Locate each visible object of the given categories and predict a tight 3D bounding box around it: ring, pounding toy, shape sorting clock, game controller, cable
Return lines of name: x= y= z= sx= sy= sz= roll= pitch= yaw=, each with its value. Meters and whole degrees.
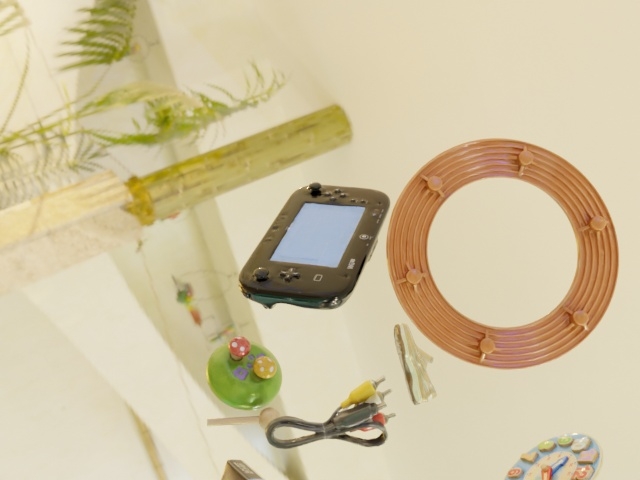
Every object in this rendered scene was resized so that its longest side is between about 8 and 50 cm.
ring: x=0.262 y=0.014 z=1.148 sx=0.336 sy=0.337 sz=0.032 roll=63 pitch=-7 yaw=7
pounding toy: x=-0.164 y=0.306 z=1.845 sx=0.110 sy=0.183 sz=0.237 roll=115 pitch=-21 yaw=-45
shape sorting clock: x=0.403 y=0.412 z=1.424 sx=0.040 sy=0.206 sz=0.206 roll=55 pitch=-20 yaw=-13
game controller: x=0.000 y=0.000 z=1.204 sx=0.166 sy=0.319 sz=0.067 roll=-2 pitch=-60 yaw=20
cable: x=0.029 y=0.395 z=1.726 sx=0.072 sy=0.287 sz=0.139 roll=-119 pitch=-169 yaw=-76

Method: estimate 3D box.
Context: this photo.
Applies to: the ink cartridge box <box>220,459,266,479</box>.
ink cartridge box: x=-0.170 y=0.727 z=1.920 sx=0.304 sy=0.072 sz=0.307 roll=20 pitch=-86 yaw=49

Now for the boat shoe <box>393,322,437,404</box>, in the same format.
boat shoe: x=0.215 y=0.267 z=1.792 sx=0.068 sy=0.072 sz=0.190 roll=-119 pitch=-166 yaw=-77
